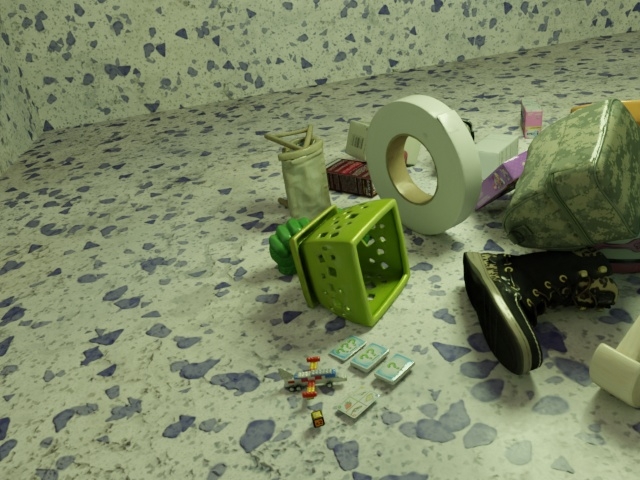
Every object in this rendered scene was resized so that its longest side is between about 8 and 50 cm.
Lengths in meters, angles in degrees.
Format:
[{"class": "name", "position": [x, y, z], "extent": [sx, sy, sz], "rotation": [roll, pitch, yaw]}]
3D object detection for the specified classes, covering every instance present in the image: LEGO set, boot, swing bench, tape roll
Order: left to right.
[{"class": "swing bench", "position": [-0.058, -0.202, 1.765], "extent": [0.165, 0.253, 0.254], "rotation": [-14, 29, -10]}, {"class": "LEGO set", "position": [0.041, 0.261, 1.098], "extent": [0.244, 0.060, 0.182], "rotation": [-31, 32, -35]}, {"class": "tape roll", "position": [0.273, -0.205, 1.540], "extent": [0.072, 0.392, 0.392], "rotation": [-24, 32, -28]}, {"class": "boot", "position": [0.472, 0.121, 1.164], "extent": [0.284, 0.138, 0.377], "rotation": [-7, 23, 3]}]

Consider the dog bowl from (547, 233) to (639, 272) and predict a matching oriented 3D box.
[{"class": "dog bowl", "position": [0.733, -0.065, 1.411], "extent": [0.408, 0.150, 0.408], "rotation": [-6, 29, 4]}]

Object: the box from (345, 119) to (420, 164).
[{"class": "box", "position": [0.230, -0.356, 2.029], "extent": [0.232, 0.127, 0.148], "rotation": [-1, 20, -30]}]

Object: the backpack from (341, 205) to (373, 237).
[{"class": "backpack", "position": [0.091, -0.051, 1.625], "extent": [0.114, 0.084, 0.105], "rotation": [-13, 26, -2]}]

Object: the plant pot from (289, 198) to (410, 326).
[{"class": "plant pot", "position": [0.064, 0.041, 1.328], "extent": [0.207, 0.228, 0.227], "rotation": [5, 31, 35]}]

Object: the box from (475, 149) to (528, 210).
[{"class": "box", "position": [0.550, -0.188, 1.561], "extent": [0.201, 0.057, 0.293], "rotation": [-28, -9, -9]}]

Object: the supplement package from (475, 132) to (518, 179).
[{"class": "supplement package", "position": [0.589, -0.286, 1.897], "extent": [0.105, 0.105, 0.179], "rotation": [17, 37, 37]}]

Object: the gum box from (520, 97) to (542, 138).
[{"class": "gum box", "position": [0.828, -0.484, 2.194], "extent": [0.062, 0.107, 0.188], "rotation": [-1, 29, 14]}]

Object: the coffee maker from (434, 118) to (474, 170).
[{"class": "coffee maker", "position": [0.476, -0.306, 1.944], "extent": [0.120, 0.171, 0.178], "rotation": [-12, 42, 43]}]

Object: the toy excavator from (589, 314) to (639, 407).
[{"class": "toy excavator", "position": [0.705, 0.086, 1.027], "extent": [0.445, 0.433, 0.222], "rotation": [8, 17, -35]}]

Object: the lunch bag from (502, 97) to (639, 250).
[{"class": "lunch bag", "position": [0.546, -0.131, 1.214], "extent": [0.256, 0.212, 0.305], "rotation": [-17, 33, 49]}]

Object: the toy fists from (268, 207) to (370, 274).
[{"class": "toy fists", "position": [0.000, 0.000, 1.495], "extent": [0.279, 0.142, 0.096], "rotation": [-12, 28, -5]}]

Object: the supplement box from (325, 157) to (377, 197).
[{"class": "supplement box", "position": [0.116, -0.222, 1.943], "extent": [0.239, 0.073, 0.130], "rotation": [15, 36, 37]}]

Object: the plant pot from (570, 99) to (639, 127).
[{"class": "plant pot", "position": [0.903, -0.299, 1.675], "extent": [0.291, 0.203, 0.291], "rotation": [1, 7, 0]}]
